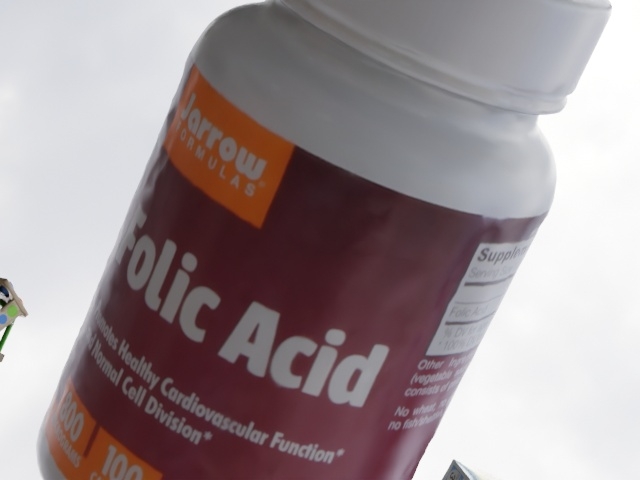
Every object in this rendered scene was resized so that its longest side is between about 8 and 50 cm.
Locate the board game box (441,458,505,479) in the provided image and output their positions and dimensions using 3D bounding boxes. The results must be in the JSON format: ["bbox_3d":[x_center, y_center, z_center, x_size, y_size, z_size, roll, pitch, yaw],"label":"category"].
[{"bbox_3d":[0.225,0.338,1.507,0.144,0.275,0.142,-61,-156,9],"label":"board game box"}]

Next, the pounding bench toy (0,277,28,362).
[{"bbox_3d":[-0.363,0.088,1.799,0.052,0.083,0.065,7,-139,48],"label":"pounding bench toy"}]

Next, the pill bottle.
[{"bbox_3d":[0.000,0.000,0.933,0.224,0.392,0.224,21,-161,-8],"label":"pill bottle"}]
